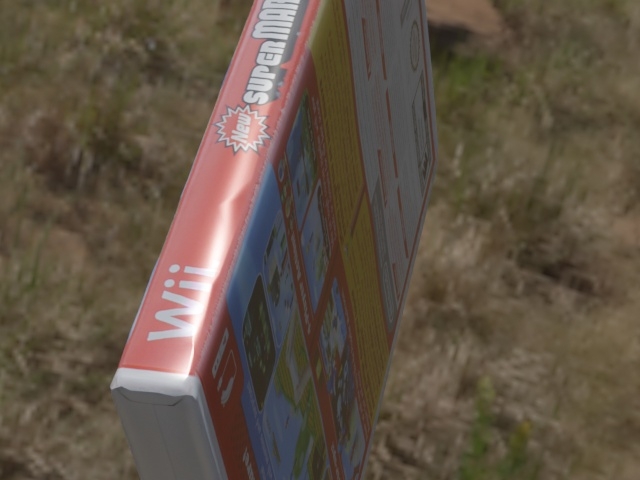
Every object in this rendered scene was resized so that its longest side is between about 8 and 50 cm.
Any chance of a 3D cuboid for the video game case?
[{"bbox_3d":[0.000,0.000,0.568,0.025,0.204,0.285,5,48,13],"label":"video game case"}]
